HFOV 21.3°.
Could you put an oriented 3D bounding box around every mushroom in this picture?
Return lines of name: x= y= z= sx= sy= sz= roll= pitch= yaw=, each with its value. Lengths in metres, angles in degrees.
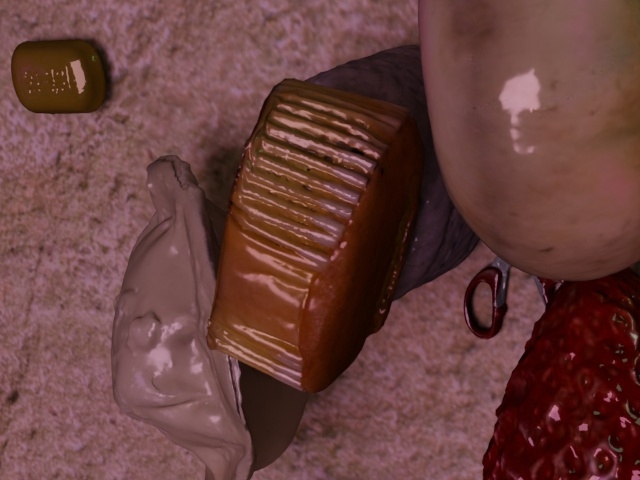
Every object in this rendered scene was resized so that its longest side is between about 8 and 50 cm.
mushroom: x=0.229 y=-0.133 z=1.496 sx=0.353 sy=0.353 sz=0.325 roll=29 pitch=106 yaw=22

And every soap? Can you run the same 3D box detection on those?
soap: x=-0.310 y=-0.191 z=2.001 sx=0.140 sy=0.045 sz=0.089 roll=2 pitch=105 yaw=33

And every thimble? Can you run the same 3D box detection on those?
thimble: x=0.061 y=-0.064 z=1.719 sx=0.217 sy=0.157 sz=0.245 roll=14 pitch=113 yaw=34

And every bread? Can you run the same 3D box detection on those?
bread: x=0.000 y=0.000 z=1.578 sx=0.156 sy=0.204 sz=0.288 roll=21 pitch=120 yaw=9

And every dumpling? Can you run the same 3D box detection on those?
dumpling: x=-0.110 y=0.104 z=1.827 sx=0.315 sy=0.233 sz=0.395 roll=-159 pitch=62 yaw=-72

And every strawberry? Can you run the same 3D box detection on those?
strawberry: x=0.272 y=0.209 z=1.616 sx=0.310 sy=0.292 sz=0.292 roll=55 pitch=129 yaw=19

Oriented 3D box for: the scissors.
scissors: x=0.197 y=-0.016 z=1.743 sx=0.144 sy=0.017 sz=0.247 roll=-1 pitch=105 yaw=35
